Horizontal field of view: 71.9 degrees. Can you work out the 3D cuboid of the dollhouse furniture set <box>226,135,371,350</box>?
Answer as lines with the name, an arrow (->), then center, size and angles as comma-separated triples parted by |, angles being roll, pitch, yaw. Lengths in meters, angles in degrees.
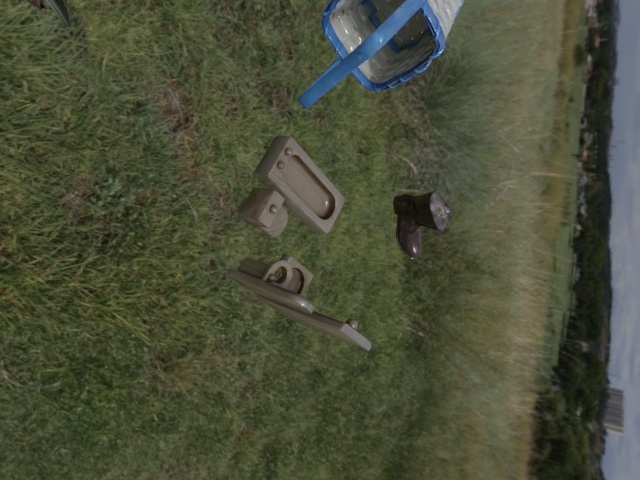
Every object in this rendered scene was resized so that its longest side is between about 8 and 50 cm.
dollhouse furniture set -> 0.000, 0.000, 0.446 | 0.144, 0.123, 0.151 | 44, 68, -43

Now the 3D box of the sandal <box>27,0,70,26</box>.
sandal -> -0.862, -0.767, 1.329 | 0.303, 0.086, 0.120 | 59, 19, -80

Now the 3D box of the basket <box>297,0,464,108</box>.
basket -> 0.096, -0.366, 0.792 | 0.201, 0.254, 0.289 | 44, 64, -20

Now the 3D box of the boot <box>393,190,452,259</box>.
boot -> 0.147, -0.017, 0.621 | 0.037, 0.114, 0.107 | -23, 102, -18
